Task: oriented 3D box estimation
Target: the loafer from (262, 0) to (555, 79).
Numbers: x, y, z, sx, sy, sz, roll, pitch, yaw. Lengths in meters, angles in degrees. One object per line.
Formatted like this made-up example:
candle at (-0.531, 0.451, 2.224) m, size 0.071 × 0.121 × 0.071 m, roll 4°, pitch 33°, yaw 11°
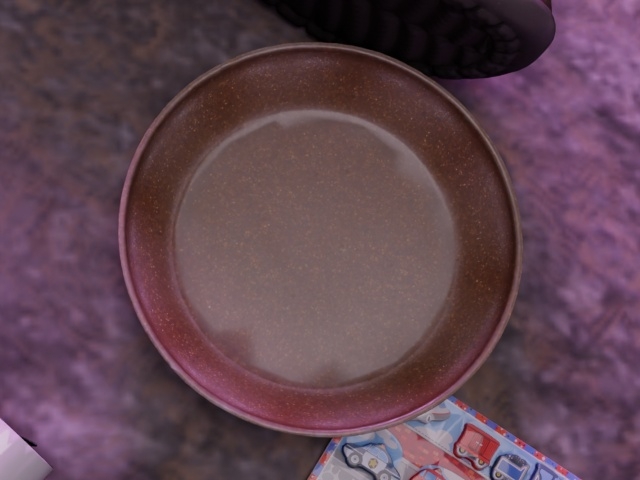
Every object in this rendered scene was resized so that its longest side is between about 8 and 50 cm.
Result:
loafer at (-0.027, -0.215, 0.631) m, size 0.366 × 0.134 × 0.130 m, roll 34°, pitch 75°, yaw -2°

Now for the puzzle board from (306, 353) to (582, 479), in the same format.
puzzle board at (0.061, 0.130, 0.638) m, size 0.128 × 0.011 × 0.096 m, roll 33°, pitch 74°, yaw -2°

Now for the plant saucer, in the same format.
plant saucer at (0.000, 0.000, 0.637) m, size 0.198 × 0.036 × 0.199 m, roll 2°, pitch 74°, yaw -8°

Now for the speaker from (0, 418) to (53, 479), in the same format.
speaker at (-0.184, 0.133, 0.570) m, size 0.055 × 0.055 × 0.136 m, roll 43°, pitch 75°, yaw 1°
